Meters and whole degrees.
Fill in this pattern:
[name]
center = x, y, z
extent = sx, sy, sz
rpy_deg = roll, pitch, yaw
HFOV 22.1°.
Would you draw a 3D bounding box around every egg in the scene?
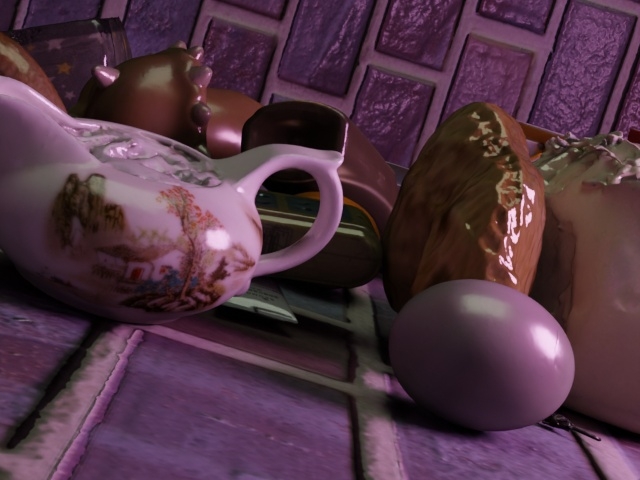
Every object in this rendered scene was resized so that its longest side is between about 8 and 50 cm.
[egg]
center = 0.113, 0.080, 1.140
extent = 0.135, 0.103, 0.103
rpy_deg = 18, 7, -13

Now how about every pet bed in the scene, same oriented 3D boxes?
[pet bed]
center = -0.314, -0.188, 2.017
extent = 0.183, 0.159, 0.211
rpy_deg = -9, 7, -2

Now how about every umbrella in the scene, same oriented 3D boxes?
[umbrella]
center = 0.159, 0.129, 1.249
extent = 0.122, 0.013, 0.022
rpy_deg = 21, -4, 31

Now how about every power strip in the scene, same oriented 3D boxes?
[power strip]
center = -0.142, -0.026, 1.318
extent = 0.387, 0.066, 0.092
rpy_deg = 8, 15, -7

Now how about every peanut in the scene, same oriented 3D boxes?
[peanut]
center = 0.115, 0.002, 1.302
extent = 0.110, 0.197, 0.233
rpy_deg = 12, 27, -17

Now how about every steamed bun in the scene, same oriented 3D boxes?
[steamed bun]
center = 0.295, 0.035, 1.418
extent = 0.312, 0.233, 0.334
rpy_deg = 12, 11, -33

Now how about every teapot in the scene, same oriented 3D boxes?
[teapot]
center = -0.128, -0.028, 1.172
extent = 0.298, 0.139, 0.204
rpy_deg = 11, 17, -29

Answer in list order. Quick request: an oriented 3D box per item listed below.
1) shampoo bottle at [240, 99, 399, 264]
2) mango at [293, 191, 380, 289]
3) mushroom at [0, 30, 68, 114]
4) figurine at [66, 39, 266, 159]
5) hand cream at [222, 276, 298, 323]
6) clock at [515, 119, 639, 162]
[shampoo bottle]
center = 0.021, -0.048, 1.689
extent = 0.125, 0.084, 0.350
rpy_deg = 4, -14, 18
[mango]
center = 0.004, 0.001, 1.547
extent = 0.111, 0.089, 0.163
rpy_deg = 15, -1, 16
[mushroom]
center = -0.340, -0.125, 1.419
extent = 0.285, 0.151, 0.156
rpy_deg = 17, 6, -10
[figurine]
center = -0.137, -0.107, 1.665
extent = 0.247, 0.177, 0.173
rpy_deg = 23, -13, -16
[hand cream]
center = -0.062, 0.034, 1.352
extent = 0.067, 0.042, 0.194
rpy_deg = 20, 12, -13
[clock]
center = 0.281, -0.009, 1.705
extent = 0.309, 0.235, 0.166
rpy_deg = 19, 6, 17
